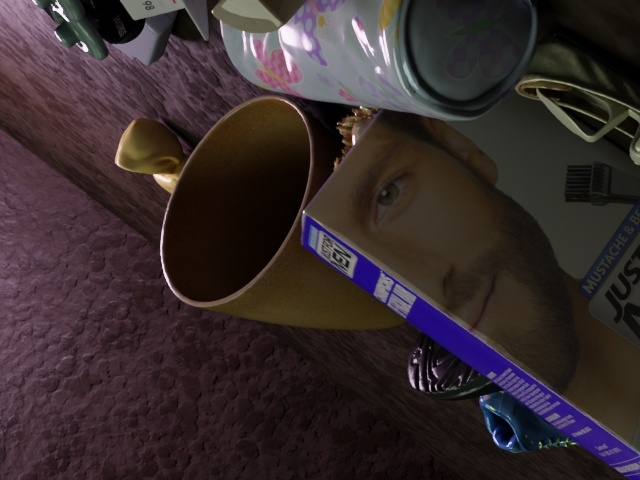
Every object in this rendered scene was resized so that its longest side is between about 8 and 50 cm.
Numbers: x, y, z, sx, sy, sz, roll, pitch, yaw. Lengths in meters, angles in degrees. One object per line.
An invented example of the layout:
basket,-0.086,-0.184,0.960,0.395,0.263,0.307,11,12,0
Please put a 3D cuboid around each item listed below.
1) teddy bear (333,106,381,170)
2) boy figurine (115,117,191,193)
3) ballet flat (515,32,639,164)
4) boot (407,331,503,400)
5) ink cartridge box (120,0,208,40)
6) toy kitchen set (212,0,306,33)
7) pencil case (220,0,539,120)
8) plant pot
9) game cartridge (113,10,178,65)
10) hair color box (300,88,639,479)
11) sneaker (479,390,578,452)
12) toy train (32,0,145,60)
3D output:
teddy bear,0.121,-0.022,1.261,0.245,0.113,0.338,6,152,34
boy figurine,-0.183,-0.071,1.996,0.285,0.092,0.177,42,171,-38
ballet flat,0.204,-0.077,0.888,0.168,0.052,0.057,32,168,22
boot,0.231,0.121,1.233,0.207,0.094,0.246,35,134,-30
ink cartridge box,-0.127,-0.234,0.961,0.060,0.180,0.104,-12,152,11
toy kitchen set,-0.045,-0.260,0.845,0.207,0.122,0.166,44,138,-11
pencil case,0.030,-0.154,0.955,0.124,0.113,0.273,52,163,-25
plant pot,0.000,0.000,1.471,0.254,0.237,0.237,26,178,-37
game cartridge,-0.277,-0.307,1.429,0.294,0.060,0.196,38,172,-6
hair color box,0.172,0.017,1.026,0.339,0.185,0.110,35,169,8
sneaker,0.276,0.228,1.705,0.240,0.126,0.091,44,167,-29
toy train,-0.233,-0.289,1.176,0.190,0.142,0.334,44,171,14
